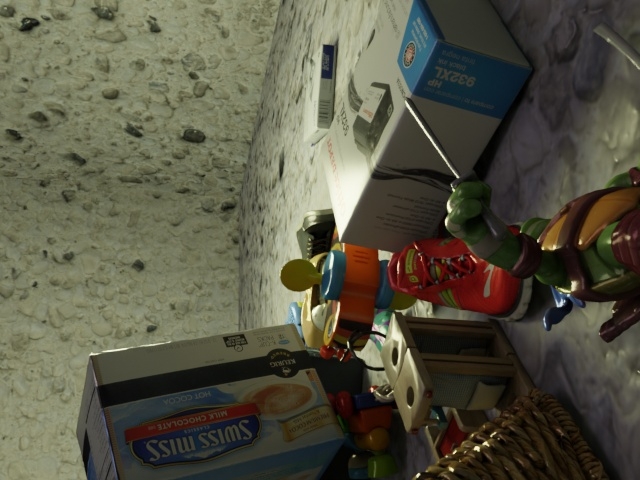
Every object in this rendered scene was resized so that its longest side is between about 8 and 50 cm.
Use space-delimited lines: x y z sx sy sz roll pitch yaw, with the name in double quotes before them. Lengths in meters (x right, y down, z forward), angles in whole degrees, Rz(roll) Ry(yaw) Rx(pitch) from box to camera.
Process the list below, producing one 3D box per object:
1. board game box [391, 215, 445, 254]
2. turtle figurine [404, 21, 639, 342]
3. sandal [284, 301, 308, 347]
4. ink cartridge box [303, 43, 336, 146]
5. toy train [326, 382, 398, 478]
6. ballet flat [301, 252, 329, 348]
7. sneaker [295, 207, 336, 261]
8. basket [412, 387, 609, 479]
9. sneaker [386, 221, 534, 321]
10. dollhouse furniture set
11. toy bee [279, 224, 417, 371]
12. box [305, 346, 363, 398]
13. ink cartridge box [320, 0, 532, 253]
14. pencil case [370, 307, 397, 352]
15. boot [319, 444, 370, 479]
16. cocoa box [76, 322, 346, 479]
"board game box" 0.135 -0.048 1.105 0.281 0.027 0.145 -129 46 -72
"turtle figurine" 0.193 -0.057 0.476 0.266 0.197 0.275 -178 89 -73
"sandal" -0.089 0.304 1.715 0.126 0.138 0.317 -128 46 -74
"ink cartridge box" -0.010 -0.376 1.820 0.224 0.045 0.223 160 114 -76
"toy train" 0.086 0.295 1.051 0.248 0.105 0.143 136 126 -69
"ballet flat" 0.001 0.132 1.518 0.073 0.080 0.232 138 136 -55
"sneaker" 0.000 0.000 1.600 0.222 0.083 0.118 130 132 -72
"basket" 0.177 0.327 0.620 0.213 0.223 0.299 36 129 33
"sneaker" 0.150 0.039 0.795 0.279 0.118 0.107 148 125 -74
"dollhouse furniture set" 0.135 0.196 0.778 0.129 0.129 0.184 -106 25 -57
"toy bee" 0.031 0.087 0.979 0.298 0.195 0.162 -59 -7 -47
"box" -0.013 0.261 1.346 0.158 0.156 0.093 173 102 -77
"ink cartridge box" 0.118 -0.166 0.916 0.223 0.129 0.307 -100 27 -46
"pencil case" 0.109 0.151 1.046 0.152 0.070 0.064 -128 53 -69
"boot" 0.028 0.473 1.226 0.115 0.112 0.305 108 163 -81
"cocoa box" -0.180 0.307 1.086 0.228 0.347 0.231 62 143 36
